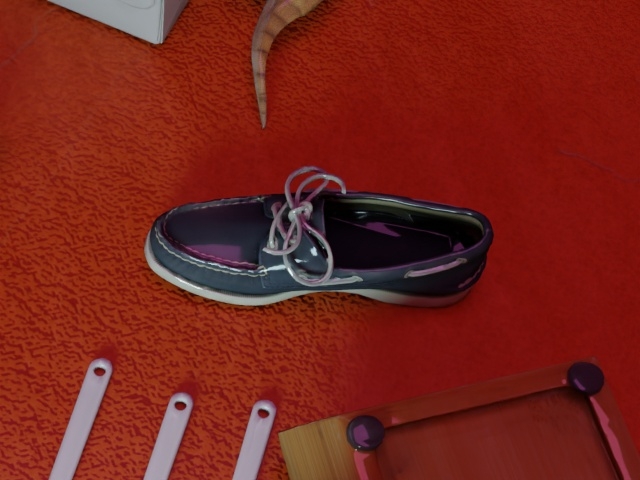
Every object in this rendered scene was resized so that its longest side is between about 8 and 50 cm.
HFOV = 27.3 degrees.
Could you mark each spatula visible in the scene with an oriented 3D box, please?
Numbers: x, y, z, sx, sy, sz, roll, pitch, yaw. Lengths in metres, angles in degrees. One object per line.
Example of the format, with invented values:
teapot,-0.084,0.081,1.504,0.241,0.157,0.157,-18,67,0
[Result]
spatula,-0.124,0.192,0.863,0.168,0.019,0.242,15,57,0

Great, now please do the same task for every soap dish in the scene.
soap dish,0.122,0.218,0.831,0.229,0.118,0.291,-10,62,-16

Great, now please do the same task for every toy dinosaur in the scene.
toy dinosaur,-0.027,-0.205,1.100,0.112,0.064,0.211,35,59,10

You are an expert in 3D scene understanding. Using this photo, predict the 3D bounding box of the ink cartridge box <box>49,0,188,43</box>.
ink cartridge box,-0.159,-0.345,1.083,0.198,0.197,0.270,22,58,5

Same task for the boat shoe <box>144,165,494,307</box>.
boat shoe,0.000,0.000,0.967,0.254,0.079,0.095,8,58,-5
